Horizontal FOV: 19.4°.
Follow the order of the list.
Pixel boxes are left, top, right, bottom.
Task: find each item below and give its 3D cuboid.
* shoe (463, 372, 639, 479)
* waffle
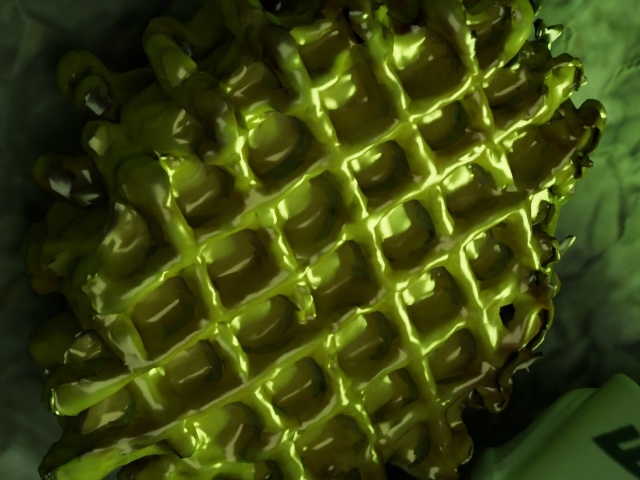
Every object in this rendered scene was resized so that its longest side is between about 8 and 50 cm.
[{"bbox_3d":[0.074,0.134,0.653,0.363,0.132,0.160,-19,137,-22],"label":"shoe"},{"bbox_3d":[0.000,0.000,0.601,0.197,0.070,0.193,-1,114,-30],"label":"waffle"}]
